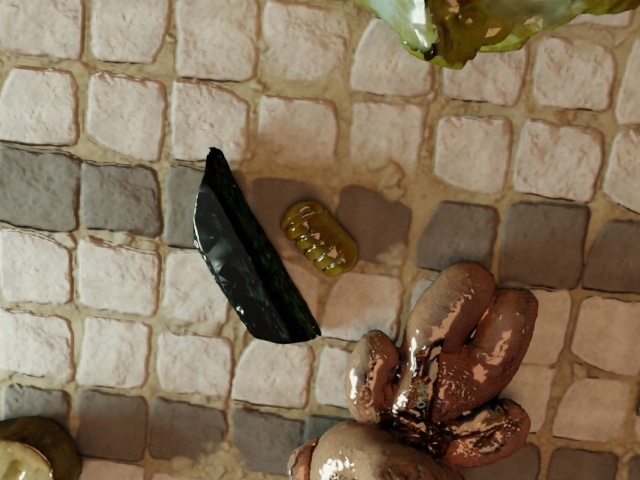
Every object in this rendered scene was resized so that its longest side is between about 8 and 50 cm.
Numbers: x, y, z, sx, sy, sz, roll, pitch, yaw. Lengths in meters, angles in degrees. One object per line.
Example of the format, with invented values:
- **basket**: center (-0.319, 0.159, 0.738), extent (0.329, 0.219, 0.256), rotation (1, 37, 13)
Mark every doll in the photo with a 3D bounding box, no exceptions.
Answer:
- **doll**: center (0.103, 0.171, 0.840), extent (0.201, 0.156, 0.303), rotation (26, 101, 1)

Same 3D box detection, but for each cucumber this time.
- **cucumber**: center (-0.080, 0.019, 0.858), extent (0.070, 0.046, 0.220), rotation (-24, 105, 17)

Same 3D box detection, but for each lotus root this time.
- **lotus root**: center (-0.366, 0.288, 0.931), extent (0.170, 0.074, 0.261), rotation (43, 105, -9)

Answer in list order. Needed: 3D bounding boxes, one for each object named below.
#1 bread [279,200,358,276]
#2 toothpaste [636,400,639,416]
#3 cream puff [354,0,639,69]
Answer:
- **bread**: center (0.000, 0.000, 0.852), extent (0.049, 0.033, 0.088), rotation (-37, 102, 18)
- **toothpaste**: center (0.408, 0.170, 0.888), extent (0.170, 0.028, 0.045), rotation (8, 113, 2)
- **cream puff**: center (0.154, -0.303, 0.659), extent (0.270, 0.323, 0.274), rotation (-21, 73, -30)
